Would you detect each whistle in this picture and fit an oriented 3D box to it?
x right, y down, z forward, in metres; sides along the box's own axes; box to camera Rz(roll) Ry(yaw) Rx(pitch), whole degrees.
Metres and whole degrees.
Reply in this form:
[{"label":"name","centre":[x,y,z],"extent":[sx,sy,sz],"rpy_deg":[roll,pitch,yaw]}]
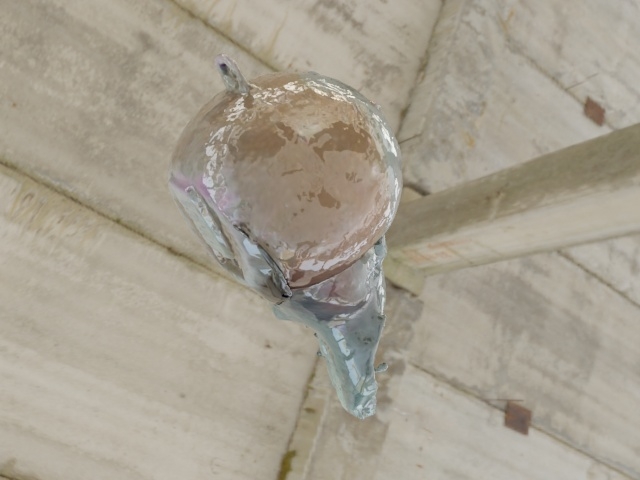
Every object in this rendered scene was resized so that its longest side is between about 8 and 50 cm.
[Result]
[{"label":"whistle","centre":[0.000,0.000,0.591],"extent":[0.189,0.189,0.347],"rpy_deg":[-43,-53,-30]}]
